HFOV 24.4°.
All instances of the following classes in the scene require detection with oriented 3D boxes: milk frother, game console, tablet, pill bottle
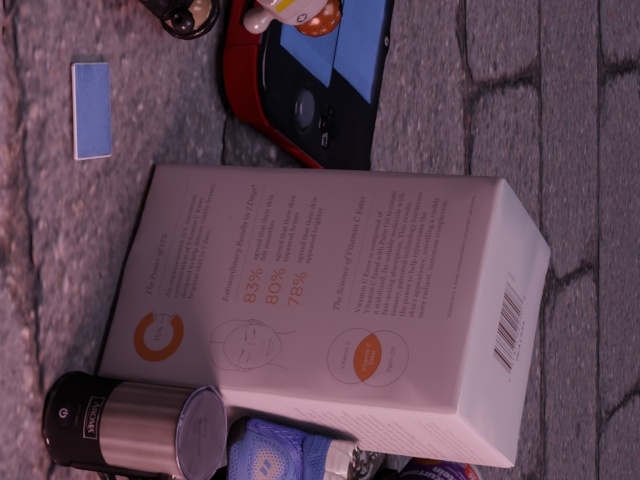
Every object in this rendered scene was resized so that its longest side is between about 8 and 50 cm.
[{"bbox_3d":[-0.145,0.179,1.282,0.143,0.135,0.129,-3,96,-64],"label":"milk frother"},{"bbox_3d":[0.011,-0.274,1.626,0.342,0.060,0.386,30,67,-61],"label":"game console"},{"bbox_3d":[-0.198,-0.112,1.281,0.054,0.006,0.083,-15,105,-62],"label":"tablet"},{"bbox_3d":[0.120,0.338,1.812,0.193,0.108,0.108,-36,125,-58],"label":"pill bottle"}]

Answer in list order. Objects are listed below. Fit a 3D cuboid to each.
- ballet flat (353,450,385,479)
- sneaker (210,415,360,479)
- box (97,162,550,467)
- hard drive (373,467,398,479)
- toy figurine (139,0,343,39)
[{"bbox_3d":[0.026,0.293,1.740,0.084,0.058,0.250,19,66,-26],"label":"ballet flat"},{"bbox_3d":[-0.087,0.282,1.368,0.330,0.147,0.130,-63,179,29],"label":"sneaker"},{"bbox_3d":[0.008,0.064,1.336,0.168,0.345,0.215,45,54,-57],"label":"box"},{"bbox_3d":[0.071,0.364,1.867,0.094,0.022,0.135,-14,106,-63],"label":"hard drive"},{"bbox_3d":[-0.064,-0.280,1.305,0.148,0.210,0.213,33,64,-67],"label":"toy figurine"}]
